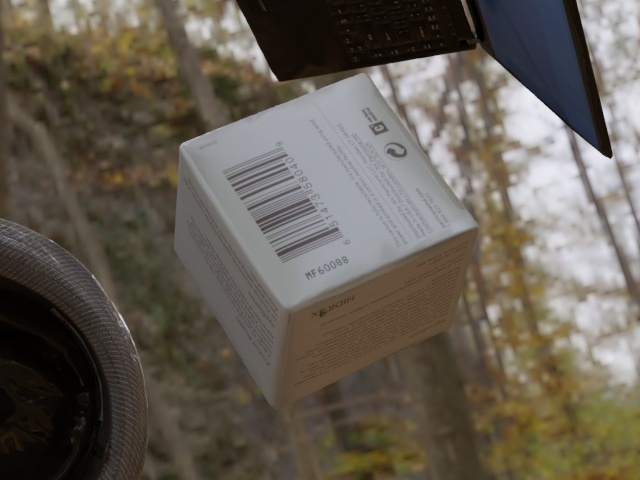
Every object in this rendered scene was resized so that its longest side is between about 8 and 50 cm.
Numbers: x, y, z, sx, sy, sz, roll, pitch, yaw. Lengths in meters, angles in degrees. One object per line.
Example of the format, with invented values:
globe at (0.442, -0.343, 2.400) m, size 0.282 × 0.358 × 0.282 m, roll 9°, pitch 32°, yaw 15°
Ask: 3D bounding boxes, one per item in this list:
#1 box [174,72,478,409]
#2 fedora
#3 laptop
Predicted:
box at (0.000, 0.000, 0.831) m, size 0.102 × 0.101 × 0.087 m, roll -23°, pitch -29°, yaw -22°
fedora at (-0.247, 0.100, 1.163) m, size 0.275 × 0.244 × 0.124 m, roll 8°, pitch -1°, yaw -10°
laptop at (0.064, -0.150, 1.354) m, size 0.264 × 0.137 × 0.234 m, roll -8°, pitch -30°, yaw 12°
